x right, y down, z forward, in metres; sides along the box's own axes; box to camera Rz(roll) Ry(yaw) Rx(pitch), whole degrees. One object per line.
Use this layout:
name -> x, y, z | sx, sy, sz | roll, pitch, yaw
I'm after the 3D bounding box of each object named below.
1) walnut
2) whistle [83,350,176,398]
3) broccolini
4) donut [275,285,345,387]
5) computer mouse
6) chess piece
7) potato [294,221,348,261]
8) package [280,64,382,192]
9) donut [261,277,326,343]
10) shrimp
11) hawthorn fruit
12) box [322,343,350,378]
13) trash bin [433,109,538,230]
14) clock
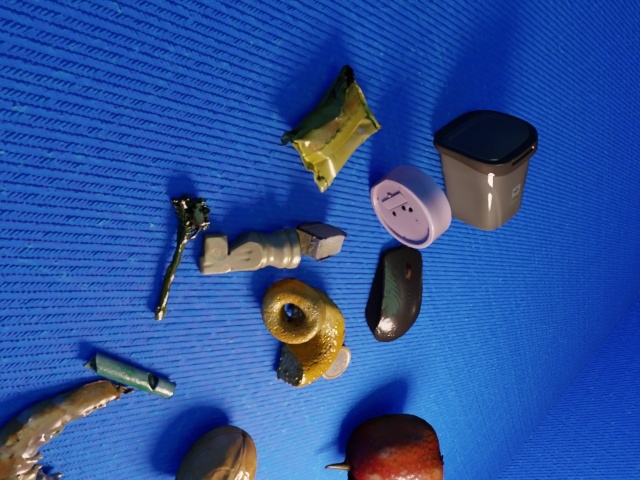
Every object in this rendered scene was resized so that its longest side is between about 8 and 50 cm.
walnut -> -0.232, 0.523, 0.967 | 0.197, 0.165, 0.165 | -49, 131, -1
whistle -> -0.366, 0.264, 0.832 | 0.039, 0.039, 0.186 | -53, 130, -7
broccolini -> -0.272, 0.031, 0.815 | 0.254, 0.071, 0.057 | -67, 165, 15
donut -> -0.008, 0.234, 1.063 | 0.152, 0.101, 0.258 | 1, 104, -44
computer mouse -> 0.224, 0.159, 1.205 | 0.168, 0.087, 0.295 | -2, 108, -34
chess piece -> -0.147, 0.023, 0.877 | 0.201, 0.090, 0.090 | -5, 112, -24
potato -> 0.001, 0.000, 0.957 | 0.122, 0.086, 0.061 | -13, 127, -58
package -> 0.026, -0.228, 0.888 | 0.226, 0.090, 0.168 | -50, 127, -13
donut -> -0.065, 0.160, 0.948 | 0.152, 0.058, 0.151 | 1, 99, 6
shrimp -> -0.496, 0.375, 0.774 | 0.185, 0.068, 0.286 | 38, 74, -45
hawthorn fruit -> 0.190, 0.678, 1.304 | 0.369, 0.284, 0.284 | -1, 111, -15
box -> 0.033, 0.324, 1.163 | 0.106, 0.037, 0.105 | -15, 117, -31
trash bin -> 0.441, -0.182, 1.156 | 0.220, 0.219, 0.250 | -33, 133, -20
clock -> 0.213, -0.079, 1.022 | 0.068, 0.197, 0.196 | -36, 127, -21
